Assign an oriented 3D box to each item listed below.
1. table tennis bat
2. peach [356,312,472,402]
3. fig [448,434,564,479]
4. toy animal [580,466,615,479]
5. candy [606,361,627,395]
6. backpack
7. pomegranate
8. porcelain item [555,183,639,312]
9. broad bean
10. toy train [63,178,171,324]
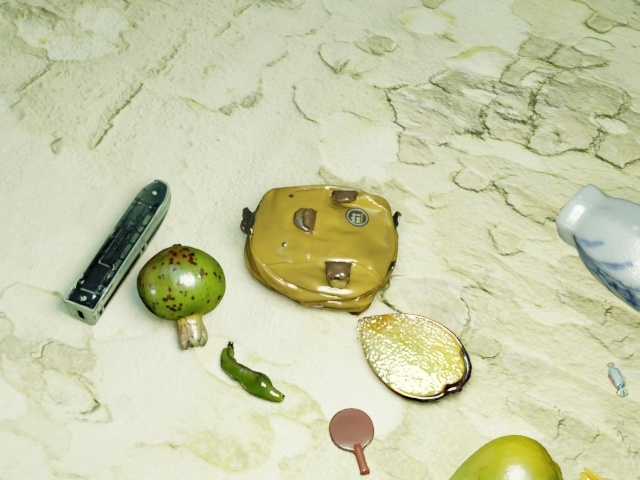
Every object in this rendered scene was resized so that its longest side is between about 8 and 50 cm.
[{"bbox_3d":[0.074,0.427,1.740,0.098,0.019,0.154,-12,52,-8],"label":"table tennis bat"},{"bbox_3d":[0.202,0.260,1.828,0.279,0.068,0.189,32,69,20],"label":"peach"},{"bbox_3d":[0.363,0.496,1.581,0.230,0.207,0.207,-42,59,8],"label":"fig"},{"bbox_3d":[0.596,0.513,1.637,0.159,0.070,0.083,43,105,41],"label":"toy animal"},{"bbox_3d":[0.655,0.308,1.810,0.030,0.020,0.083,-9,53,-9],"label":"candy"},{"bbox_3d":[0.000,0.005,1.935,0.378,0.201,0.353,4,50,1],"label":"backpack"},{"bbox_3d":[-0.315,0.128,1.875,0.202,0.202,0.248,-10,83,-6],"label":"pomegranate"},{"bbox_3d":[0.739,0.047,1.869,0.178,0.242,0.405,-47,58,-2],"label":"porcelain item"},{"bbox_3d":[-0.163,0.301,1.819,0.061,0.046,0.195,-38,60,-20],"label":"broad bean"},{"bbox_3d":[-0.477,0.021,2.000,0.086,0.088,0.407,19,57,13],"label":"toy train"}]
